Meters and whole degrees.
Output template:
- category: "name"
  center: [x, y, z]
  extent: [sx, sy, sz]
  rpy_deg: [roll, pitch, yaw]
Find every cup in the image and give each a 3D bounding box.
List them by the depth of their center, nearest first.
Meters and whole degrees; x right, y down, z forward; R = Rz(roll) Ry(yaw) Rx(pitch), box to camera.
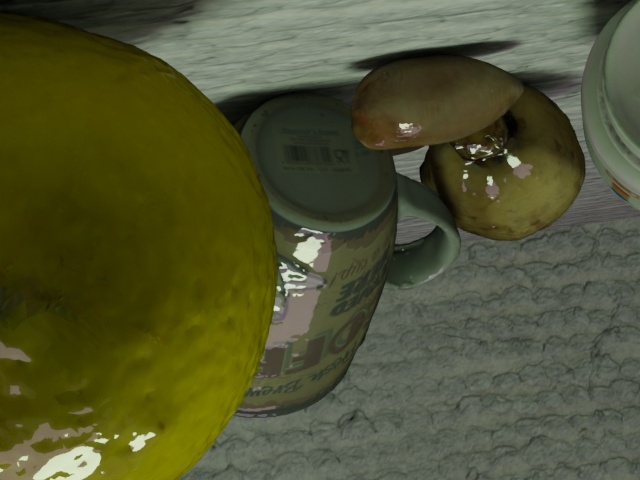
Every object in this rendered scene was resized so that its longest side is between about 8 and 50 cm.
- category: "cup"
  center: [0.000, 0.000, 1.680]
  extent: [0.301, 0.227, 0.257]
  rpy_deg: [-5, 153, -25]

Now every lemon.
- category: "lemon"
  center: [-0.177, 0.020, 1.136]
  extent: [0.336, 0.336, 0.336]
  rpy_deg: [-10, 175, -1]

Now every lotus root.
- category: "lotus root"
  center: [0.166, -0.072, 1.794]
  extent: [0.154, 0.140, 0.257]
  rpy_deg: [-18, 168, 13]

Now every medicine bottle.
- category: "medicine bottle"
  center: [0.278, -0.104, 1.432]
  extent: [0.170, 0.170, 0.293]
  rpy_deg: [-11, 176, 9]

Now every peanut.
- category: "peanut"
  center: [0.093, -0.113, 1.531]
  extent: [0.152, 0.076, 0.076]
  rpy_deg: [-15, 177, -20]

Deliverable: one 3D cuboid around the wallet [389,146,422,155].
- category: "wallet"
  center: [0.023, -0.091, 1.874]
  extent: [0.153, 0.038, 0.118]
  rpy_deg: [-12, 173, 15]
